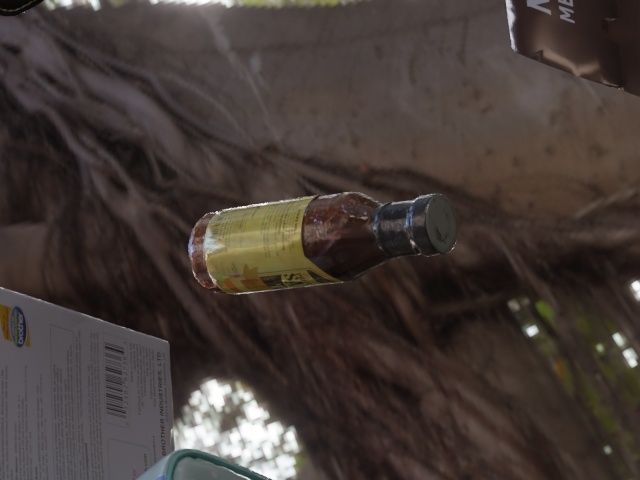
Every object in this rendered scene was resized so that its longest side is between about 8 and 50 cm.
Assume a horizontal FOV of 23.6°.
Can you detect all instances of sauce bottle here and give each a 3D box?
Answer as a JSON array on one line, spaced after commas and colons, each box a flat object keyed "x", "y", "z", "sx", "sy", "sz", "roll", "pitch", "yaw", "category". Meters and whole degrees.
[{"x": 0.000, "y": 0.000, "z": 0.681, "sx": 0.128, "sy": 0.042, "sz": 0.042, "roll": -7, "pitch": -29, "yaw": 38, "category": "sauce bottle"}]

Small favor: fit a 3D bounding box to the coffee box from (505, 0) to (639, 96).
[{"x": 0.233, "y": -0.241, "z": 0.899, "sx": 0.297, "sy": 0.119, "sz": 0.168, "roll": -46, "pitch": -35, "yaw": -26, "category": "coffee box"}]

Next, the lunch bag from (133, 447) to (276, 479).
[{"x": -0.033, "y": 0.274, "z": 1.055, "sx": 0.108, "sy": 0.224, "sz": 0.279, "roll": -36, "pitch": -50, "yaw": 29, "category": "lunch bag"}]

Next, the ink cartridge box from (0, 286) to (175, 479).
[{"x": -0.230, "y": 0.141, "z": 1.215, "sx": 0.065, "sy": 0.186, "sz": 0.311, "roll": -18, "pitch": -25, "yaw": 27, "category": "ink cartridge box"}]

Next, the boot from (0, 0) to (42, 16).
[{"x": -0.139, "y": -0.219, "z": 1.021, "sx": 0.236, "sy": 0.178, "sz": 0.085, "roll": -42, "pitch": -54, "yaw": 6, "category": "boot"}]
